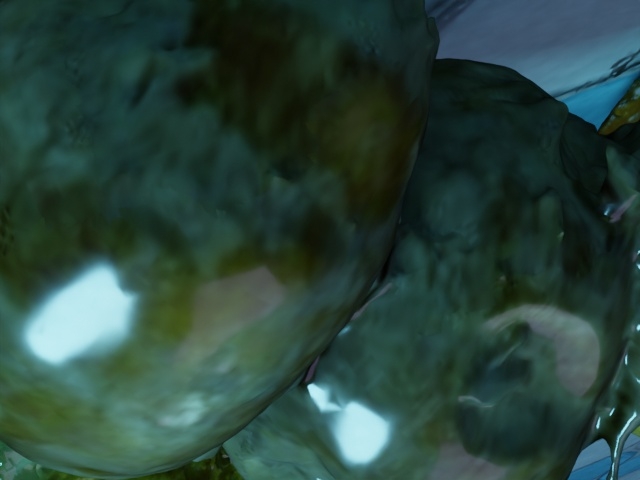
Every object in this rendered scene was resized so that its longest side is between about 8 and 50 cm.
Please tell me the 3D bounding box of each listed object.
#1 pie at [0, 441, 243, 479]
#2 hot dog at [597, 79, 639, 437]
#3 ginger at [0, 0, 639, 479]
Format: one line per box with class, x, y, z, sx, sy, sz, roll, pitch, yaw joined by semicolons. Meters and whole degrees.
pie;-0.045;0.064;0.732;0.277;0.078;0.277;-22;124;-36
hot dog;0.222;-0.024;0.842;0.257;0.153;0.150;-40;130;17
ginger;0.000;0.000;0.547;0.375;0.176;0.256;13;147;-31
